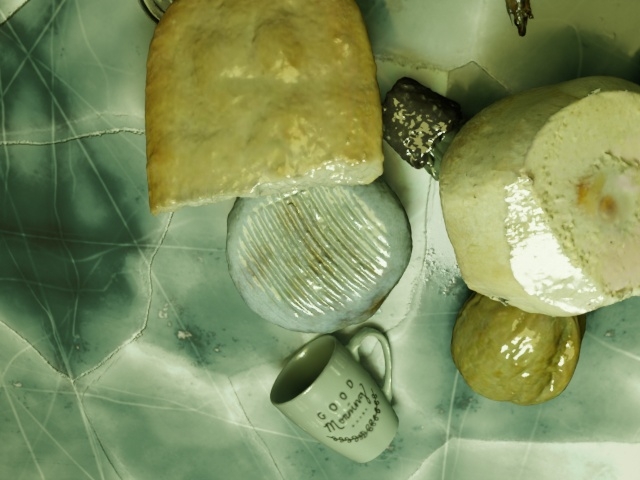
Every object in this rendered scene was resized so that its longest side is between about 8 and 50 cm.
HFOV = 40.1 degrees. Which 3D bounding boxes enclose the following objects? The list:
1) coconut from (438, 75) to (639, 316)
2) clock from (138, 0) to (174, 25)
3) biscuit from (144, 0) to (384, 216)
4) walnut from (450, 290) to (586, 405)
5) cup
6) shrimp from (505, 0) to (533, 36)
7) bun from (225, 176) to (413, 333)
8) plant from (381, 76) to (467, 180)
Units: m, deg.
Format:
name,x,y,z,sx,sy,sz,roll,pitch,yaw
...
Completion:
name,x,y,z,sx,sy,sz,roll,pitch,yaw
coconut,0.377,-0.067,1.456,0.405,0.404,0.404,5,114,11
clock,-0.249,-0.471,1.603,0.184,0.040,0.184,4,115,9
biscuit,-0.105,-0.267,1.508,0.429,0.104,0.446,-1,90,17
walnut,0.369,0.182,1.645,0.227,0.283,0.283,-2,121,-34
cup,0.066,0.311,1.817,0.234,0.186,0.258,43,88,-17
shrimp,0.380,-0.448,1.478,0.148,0.035,0.195,-6,110,13
bun,0.000,0.000,1.654,0.362,0.211,0.362,4,105,16
plant,0.192,-0.200,1.573,0.194,0.129,0.132,37,116,-1
